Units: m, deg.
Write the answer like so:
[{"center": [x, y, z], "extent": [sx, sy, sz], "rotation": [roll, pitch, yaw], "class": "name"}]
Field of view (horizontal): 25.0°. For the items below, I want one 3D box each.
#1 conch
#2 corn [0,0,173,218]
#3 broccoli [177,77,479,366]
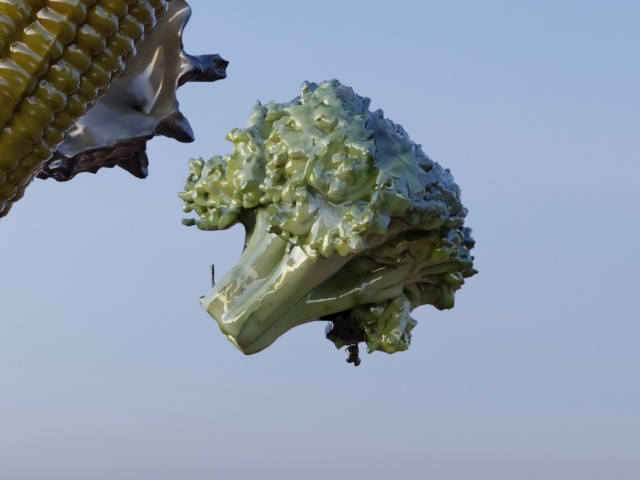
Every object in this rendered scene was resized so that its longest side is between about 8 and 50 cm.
[{"center": [-0.229, -0.160, 1.111], "extent": [0.313, 0.241, 0.186], "rotation": [22, 21, 0], "class": "conch"}, {"center": [-0.179, -0.087, 0.726], "extent": [0.131, 0.344, 0.131], "rotation": [37, 1, -1], "class": "corn"}, {"center": [0.006, 0.005, 1.488], "extent": [0.281, 0.293, 0.348], "rotation": [-40, 14, -10], "class": "broccoli"}]
